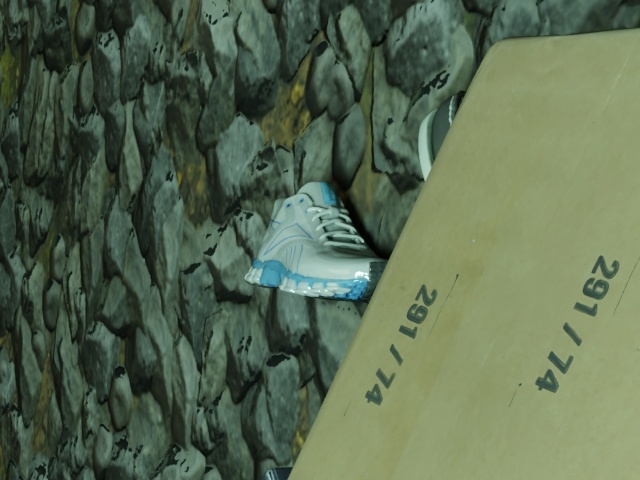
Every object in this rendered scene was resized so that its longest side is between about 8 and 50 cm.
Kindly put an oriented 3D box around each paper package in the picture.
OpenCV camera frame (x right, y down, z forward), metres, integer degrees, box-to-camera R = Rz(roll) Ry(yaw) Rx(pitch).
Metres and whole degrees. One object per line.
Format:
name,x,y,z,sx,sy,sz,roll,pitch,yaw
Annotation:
paper package,0.142,0.080,0.816,0.309,0.168,0.325,8,73,64

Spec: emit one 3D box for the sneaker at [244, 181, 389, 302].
sneaker,0.000,0.000,1.346,0.190,0.071,0.083,10,91,64

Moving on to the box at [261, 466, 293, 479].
box,0.044,0.334,1.076,0.294,0.182,0.296,-113,35,-45

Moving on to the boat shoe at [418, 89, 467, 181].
boat shoe,0.126,-0.008,1.075,0.069,0.081,0.228,-59,44,39
